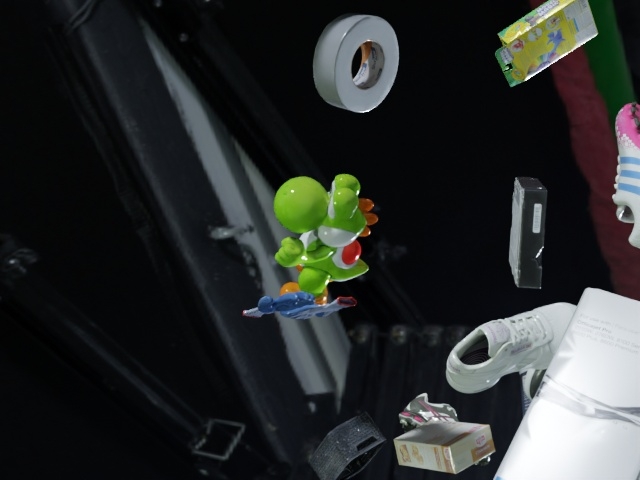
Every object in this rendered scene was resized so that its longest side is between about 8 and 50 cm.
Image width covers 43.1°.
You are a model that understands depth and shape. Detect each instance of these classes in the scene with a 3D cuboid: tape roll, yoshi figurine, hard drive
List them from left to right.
[{"bbox_3d":[-0.024,-0.015,1.646,0.203,0.362,0.203,-21,-118,-25],"label":"yoshi figurine"},{"bbox_3d":[0.084,-0.410,1.871,0.219,0.072,0.219,-23,-57,-40],"label":"tape roll"},{"bbox_3d":[0.514,-0.030,2.023,0.339,0.064,0.236,-42,-45,-75],"label":"hard drive"}]

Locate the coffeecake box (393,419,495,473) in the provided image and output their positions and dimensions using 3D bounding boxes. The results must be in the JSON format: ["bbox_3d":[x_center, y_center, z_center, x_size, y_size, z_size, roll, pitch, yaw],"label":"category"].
[{"bbox_3d":[0.290,0.482,1.908,0.142,0.186,0.068,-15,-87,-38],"label":"coffeecake box"}]

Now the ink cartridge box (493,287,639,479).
[{"bbox_3d":[0.384,0.308,1.115,0.394,0.166,0.285,-58,-38,-20],"label":"ink cartridge box"}]

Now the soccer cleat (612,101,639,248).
[{"bbox_3d":[0.573,-0.121,1.465,0.116,0.143,0.331,22,-139,-13],"label":"soccer cleat"}]

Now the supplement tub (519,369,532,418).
[{"bbox_3d":[0.596,0.389,2.014,0.191,0.191,0.272,23,-120,-43],"label":"supplement tub"}]

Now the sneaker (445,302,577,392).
[{"bbox_3d":[0.394,0.208,1.635,0.114,0.305,0.152,61,177,33],"label":"sneaker"}]

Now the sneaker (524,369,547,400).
[{"bbox_3d":[0.553,0.274,1.716,0.105,0.295,0.146,17,-148,-32],"label":"sneaker"}]

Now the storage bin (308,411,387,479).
[{"bbox_3d":[0.061,0.494,1.903,0.122,0.180,0.084,-20,-120,-35],"label":"storage bin"}]

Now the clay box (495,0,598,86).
[{"bbox_3d":[0.490,-0.448,1.790,0.127,0.222,0.053,48,-165,-46],"label":"clay box"}]

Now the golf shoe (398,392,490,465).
[{"bbox_3d":[0.346,0.505,2.190,0.120,0.273,0.105,-49,-35,-26],"label":"golf shoe"}]

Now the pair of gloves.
[{"bbox_3d":[-0.043,0.118,1.472,0.198,0.159,0.023,12,-113,-46],"label":"pair of gloves"}]
